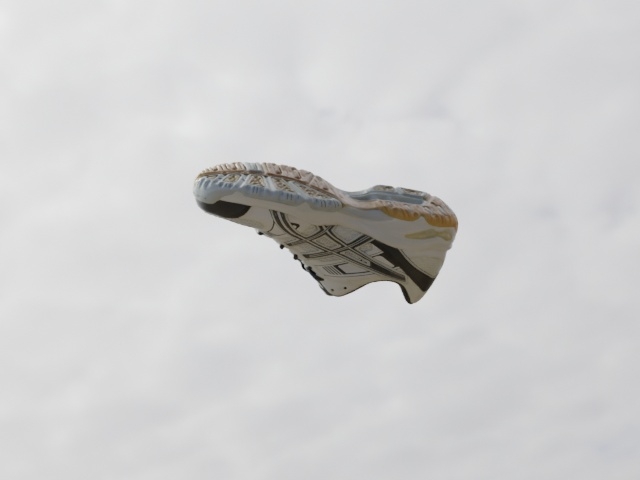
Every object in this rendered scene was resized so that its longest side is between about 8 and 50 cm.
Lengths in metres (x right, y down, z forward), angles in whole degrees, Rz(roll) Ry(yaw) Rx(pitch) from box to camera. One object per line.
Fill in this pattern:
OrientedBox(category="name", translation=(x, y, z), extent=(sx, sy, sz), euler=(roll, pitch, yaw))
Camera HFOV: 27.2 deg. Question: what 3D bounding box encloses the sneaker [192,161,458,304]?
OrientedBox(category="sneaker", translation=(0.000, 0.000, 0.405), extent=(0.083, 0.032, 0.037), euler=(12, -69, -12))
